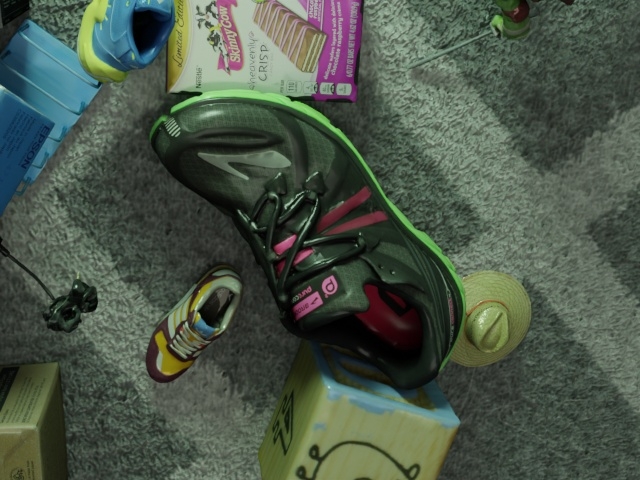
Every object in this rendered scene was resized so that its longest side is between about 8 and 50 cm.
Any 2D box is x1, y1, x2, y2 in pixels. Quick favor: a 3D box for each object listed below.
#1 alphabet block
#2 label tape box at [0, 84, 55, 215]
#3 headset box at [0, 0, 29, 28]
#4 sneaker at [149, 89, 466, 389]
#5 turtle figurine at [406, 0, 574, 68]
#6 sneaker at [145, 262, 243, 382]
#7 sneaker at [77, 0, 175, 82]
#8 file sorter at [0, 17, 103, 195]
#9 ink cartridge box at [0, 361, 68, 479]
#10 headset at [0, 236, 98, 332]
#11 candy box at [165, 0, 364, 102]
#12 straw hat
[{"bbox_3d":[0.043,0.261,1.406,0.192,0.193,0.197,18,103,-12],"label":"alphabet block"},{"bbox_3d":[-0.501,-0.108,1.177,0.348,0.115,0.249,27,86,23],"label":"label tape box"},{"bbox_3d":[-0.396,-0.371,1.123,0.131,0.246,0.283,-4,108,-8],"label":"headset box"},{"bbox_3d":[0.000,0.000,1.303,0.483,0.202,0.185,39,121,-16],"label":"sneaker"},{"bbox_3d":[0.244,-0.352,1.288,0.266,0.275,0.198,-12,85,-18],"label":"turtle figurine"},{"bbox_3d":[-0.166,0.114,1.387,0.069,0.084,0.185,31,99,-16],"label":"sneaker"},{"bbox_3d":[-0.199,-0.295,1.216,0.091,0.126,0.240,9,90,-45],"label":"sneaker"},{"bbox_3d":[-0.349,-0.155,1.269,0.118,0.104,0.170,35,98,-17],"label":"file sorter"},{"bbox_3d":[-0.375,0.297,1.351,0.088,0.193,0.234,-2,106,-6],"label":"ink cartridge box"},{"bbox_3d":[-0.461,0.043,1.268,0.394,0.185,0.243,10,105,1],"label":"headset"},{"bbox_3d":[-0.069,-0.254,1.300,0.233,0.071,0.159,1,107,-8],"label":"candy box"},{"bbox_3d":[0.230,0.118,1.461,0.144,0.061,0.144,-2,107,-7],"label":"straw hat"}]
